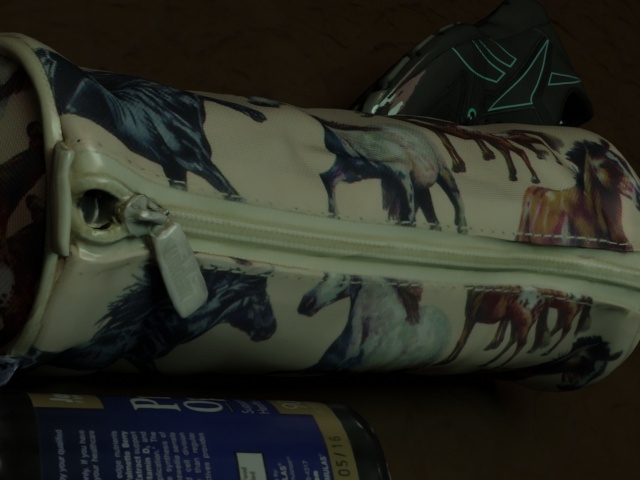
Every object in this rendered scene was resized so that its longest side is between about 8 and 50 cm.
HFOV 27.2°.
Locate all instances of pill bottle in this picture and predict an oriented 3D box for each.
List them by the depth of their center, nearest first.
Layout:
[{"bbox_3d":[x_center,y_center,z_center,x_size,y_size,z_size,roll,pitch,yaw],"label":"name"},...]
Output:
[{"bbox_3d":[-0.089,0.124,0.544,0.219,0.123,0.122,5,55,-21],"label":"pill bottle"}]

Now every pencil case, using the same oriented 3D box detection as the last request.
[{"bbox_3d":[0.000,0.000,0.684,0.410,0.159,0.183,5,13,-37],"label":"pencil case"}]

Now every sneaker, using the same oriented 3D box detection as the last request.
[{"bbox_3d":[0.108,-0.092,0.898,0.106,0.101,0.267,53,43,4],"label":"sneaker"}]
